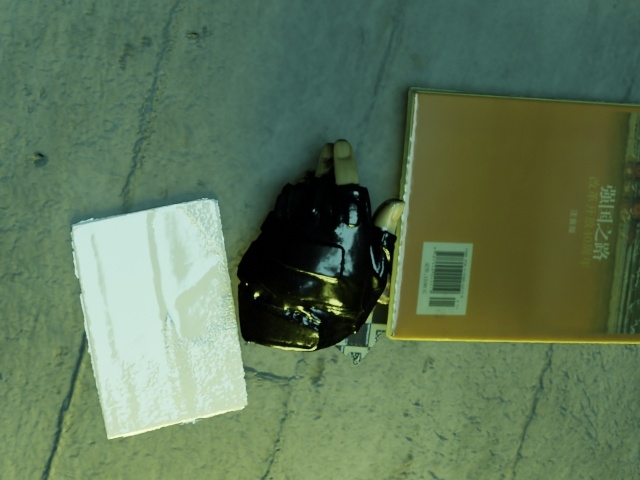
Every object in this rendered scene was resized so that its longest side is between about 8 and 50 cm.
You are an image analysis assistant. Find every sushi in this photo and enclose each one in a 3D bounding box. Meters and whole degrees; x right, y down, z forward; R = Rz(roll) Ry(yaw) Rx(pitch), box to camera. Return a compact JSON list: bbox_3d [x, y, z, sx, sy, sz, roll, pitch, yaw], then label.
[{"bbox_3d":[0.040,0.050,1.870,0.120,0.026,0.126,42,87,-20],"label":"sushi"}]

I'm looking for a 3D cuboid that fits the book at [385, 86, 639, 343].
[{"bbox_3d":[0.253,-0.020,1.911,0.374,0.028,0.262,2,97,-22],"label":"book"}]

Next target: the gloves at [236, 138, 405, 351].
[{"bbox_3d":[0.000,0.000,1.796,0.164,0.124,0.203,2,110,-6],"label":"gloves"}]

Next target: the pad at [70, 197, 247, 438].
[{"bbox_3d":[-0.162,0.080,1.825,0.156,0.004,0.232,-11,103,-15],"label":"pad"}]
